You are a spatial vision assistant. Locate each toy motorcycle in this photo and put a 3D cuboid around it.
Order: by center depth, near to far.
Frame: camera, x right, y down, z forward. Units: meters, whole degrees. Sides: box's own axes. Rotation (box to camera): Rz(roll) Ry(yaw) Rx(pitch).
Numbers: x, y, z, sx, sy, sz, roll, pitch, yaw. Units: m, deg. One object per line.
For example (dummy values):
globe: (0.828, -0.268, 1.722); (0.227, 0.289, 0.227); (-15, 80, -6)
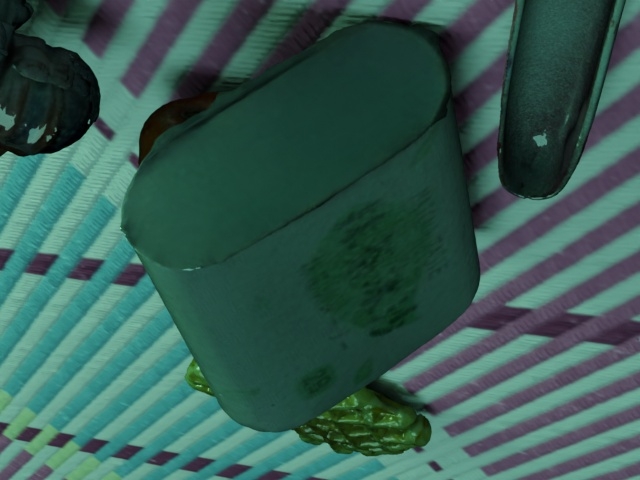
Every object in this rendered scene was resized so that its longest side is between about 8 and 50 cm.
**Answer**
toy motorcycle: (-0.221, -0.118, 0.873); (0.207, 0.134, 0.401); (15, 160, 9)

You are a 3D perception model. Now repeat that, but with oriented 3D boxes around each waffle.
waffle: (-0.011, 0.126, 1.413); (0.183, 0.036, 0.169); (27, 159, -18)

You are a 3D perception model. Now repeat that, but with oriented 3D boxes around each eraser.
eraser: (0.000, 0.000, 0.949); (0.081, 0.174, 0.227); (56, 173, 27)

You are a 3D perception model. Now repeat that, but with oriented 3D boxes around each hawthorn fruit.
hawthorn fruit: (-0.054, -0.038, 0.995); (0.093, 0.093, 0.093); (16, 158, 7)

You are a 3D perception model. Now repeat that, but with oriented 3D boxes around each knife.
knife: (0.112, -0.093, 0.764); (0.123, 0.053, 0.278); (12, 159, 5)
